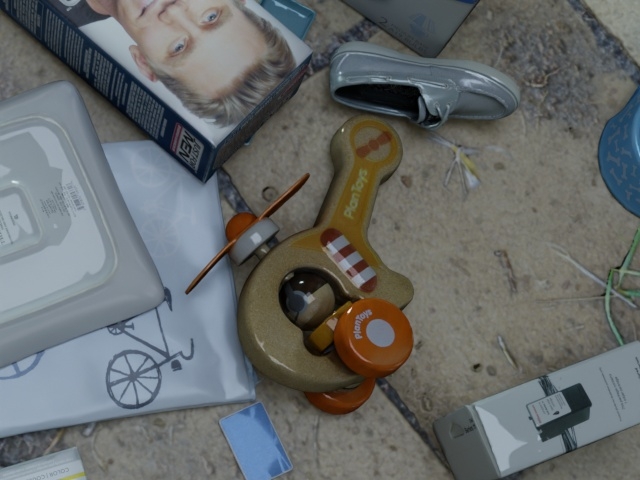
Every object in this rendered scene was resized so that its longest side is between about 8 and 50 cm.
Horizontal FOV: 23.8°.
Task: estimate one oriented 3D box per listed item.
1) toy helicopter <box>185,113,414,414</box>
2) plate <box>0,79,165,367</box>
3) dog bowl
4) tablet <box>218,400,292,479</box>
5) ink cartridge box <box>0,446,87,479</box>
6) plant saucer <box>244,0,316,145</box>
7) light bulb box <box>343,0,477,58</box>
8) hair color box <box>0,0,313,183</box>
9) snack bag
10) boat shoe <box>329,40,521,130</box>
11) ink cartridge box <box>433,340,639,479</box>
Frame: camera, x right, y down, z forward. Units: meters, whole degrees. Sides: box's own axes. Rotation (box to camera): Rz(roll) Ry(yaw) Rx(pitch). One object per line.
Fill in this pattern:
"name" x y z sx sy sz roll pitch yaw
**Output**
"toy helicopter" 0.000 0.000 1.678 0.235 0.140 0.355 24 58 -9
"plate" -0.335 -0.015 1.602 0.278 0.045 0.277 -21 81 -20
"dog bowl" 0.454 -0.161 1.842 0.166 0.074 0.297 31 71 -3
"tablet" -0.070 0.222 1.655 0.054 0.006 0.083 -23 81 -18
"ink cartridge box" -0.273 0.327 1.551 0.109 0.062 0.209 -15 78 -16
"plant saucer" -0.074 -0.201 1.769 0.067 0.018 0.192 27 71 -4
"light bulb box" 0.089 -0.442 1.691 0.358 0.361 0.225 34 70 -1
"hair color box" -0.197 -0.247 1.691 0.347 0.105 0.174 41 66 5
"snack bag" -0.253 0.040 1.652 0.342 0.037 0.323 -7 77 -17
"boat shoe" 0.118 -0.165 1.761 0.227 0.079 0.081 12 54 -2
"ink cartridge box" 0.246 0.193 1.655 0.208 0.153 0.087 -18 80 -15
